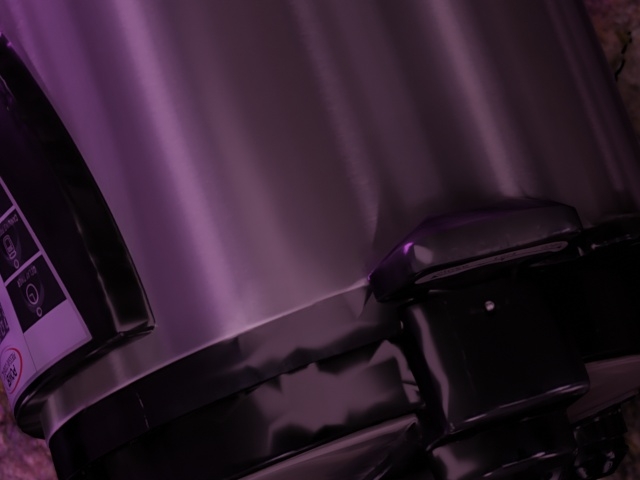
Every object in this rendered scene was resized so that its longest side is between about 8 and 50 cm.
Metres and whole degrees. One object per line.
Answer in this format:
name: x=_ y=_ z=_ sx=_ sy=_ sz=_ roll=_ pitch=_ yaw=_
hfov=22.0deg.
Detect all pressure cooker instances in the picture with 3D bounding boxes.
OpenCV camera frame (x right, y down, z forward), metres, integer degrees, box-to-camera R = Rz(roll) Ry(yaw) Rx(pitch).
pressure cooker: x=0.006 y=-0.002 z=0.908 sx=0.375 sy=0.370 sz=0.421 roll=-24 pitch=77 yaw=24
